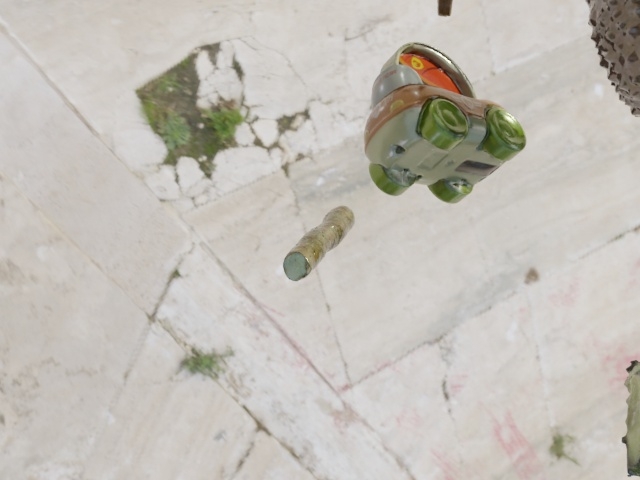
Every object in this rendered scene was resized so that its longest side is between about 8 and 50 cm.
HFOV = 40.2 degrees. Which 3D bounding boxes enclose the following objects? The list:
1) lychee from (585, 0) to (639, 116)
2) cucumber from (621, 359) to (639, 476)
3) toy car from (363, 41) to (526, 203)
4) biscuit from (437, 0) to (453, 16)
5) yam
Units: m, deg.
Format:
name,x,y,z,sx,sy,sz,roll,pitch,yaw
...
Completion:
name,x,y,z,sx,sy,sz,roll,pitch,yaw
lychee,0.443,-0.253,0.969,0.300,0.300,0.300,-8,109,-25
cucumber,0.524,0.244,1.031,0.325,0.105,0.145,18,61,-5
toy car,0.153,-0.182,1.224,0.235,0.235,0.145,16,140,-30
biscuit,0.184,-0.435,1.265,0.034,0.182,0.215,-2,103,5
yam,0.000,0.000,1.569,0.253,0.061,0.061,-45,133,-61
